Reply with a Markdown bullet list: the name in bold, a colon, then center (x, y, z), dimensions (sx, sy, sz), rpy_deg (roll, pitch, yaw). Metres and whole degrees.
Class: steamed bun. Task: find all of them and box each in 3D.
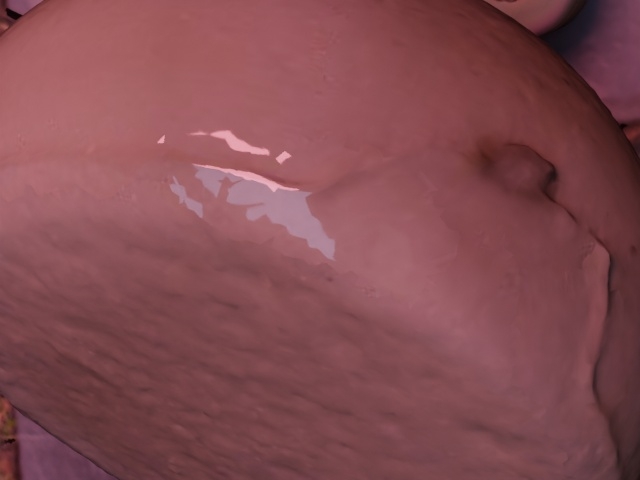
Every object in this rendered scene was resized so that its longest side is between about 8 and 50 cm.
- **steamed bun**: center (0.000, 0.000, 0.490), dimensions (0.282, 0.177, 0.283), rpy_deg (16, 146, 12)

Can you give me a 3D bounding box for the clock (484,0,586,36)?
- **clock**: center (0.042, -0.178, 0.517), dimensions (0.151, 0.062, 0.191), rpy_deg (9, 104, 19)
